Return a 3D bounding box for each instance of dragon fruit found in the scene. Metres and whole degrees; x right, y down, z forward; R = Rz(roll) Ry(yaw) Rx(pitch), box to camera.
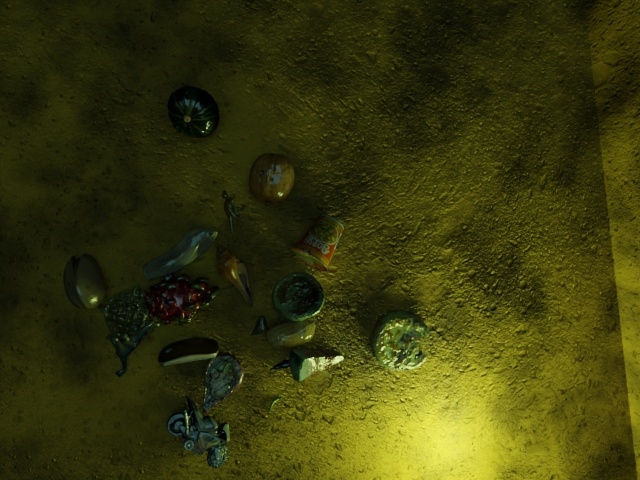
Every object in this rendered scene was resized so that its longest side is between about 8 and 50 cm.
[{"bbox_3d":[-0.575,0.232,1.669,0.272,0.198,0.218,-31,73,2],"label":"dragon fruit"}]

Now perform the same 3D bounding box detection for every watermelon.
[{"bbox_3d":[-0.011,0.550,1.821,0.241,0.094,0.154,-7,109,-29],"label":"watermelon"}]

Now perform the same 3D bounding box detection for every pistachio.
[{"bbox_3d":[-0.945,0.164,1.622,0.137,0.153,0.238,-15,64,-22],"label":"pistachio"}]

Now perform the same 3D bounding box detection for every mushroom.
[{"bbox_3d":[-0.592,0.055,1.724,0.351,0.097,0.109,-38,95,-9],"label":"mushroom"}]

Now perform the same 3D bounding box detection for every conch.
[{"bbox_3d":[-0.378,0.153,1.774,0.093,0.109,0.330,-8,115,25],"label":"conch"}]

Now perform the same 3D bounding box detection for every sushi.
[{"bbox_3d":[-0.408,0.605,1.725,0.161,0.107,0.241,6,70,-9],"label":"sushi"}]

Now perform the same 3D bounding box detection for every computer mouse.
[{"bbox_3d":[-0.553,0.462,1.706,0.245,0.126,0.056,-6,111,-11],"label":"computer mouse"}]

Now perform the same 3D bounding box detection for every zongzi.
[{"bbox_3d":[-0.281,0.379,1.812,0.083,0.040,0.076,-14,84,5],"label":"zongzi"}]

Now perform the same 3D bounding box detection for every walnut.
[{"bbox_3d":[-0.212,-0.269,1.775,0.195,0.195,0.222,17,86,-11],"label":"walnut"}]

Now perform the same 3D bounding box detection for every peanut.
[{"bbox_3d":[-0.126,0.414,1.796,0.224,0.129,0.129,-12,90,-14],"label":"peanut"}]

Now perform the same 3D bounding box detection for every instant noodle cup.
[{"bbox_3d":[0.000,0.000,1.821,0.193,0.193,0.212,34,74,-9],"label":"instant noodle cup"}]

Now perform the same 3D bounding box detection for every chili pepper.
[{"bbox_3d":[-0.204,0.729,1.819,0.083,0.017,0.030,-41,98,-11],"label":"chili pepper"}]

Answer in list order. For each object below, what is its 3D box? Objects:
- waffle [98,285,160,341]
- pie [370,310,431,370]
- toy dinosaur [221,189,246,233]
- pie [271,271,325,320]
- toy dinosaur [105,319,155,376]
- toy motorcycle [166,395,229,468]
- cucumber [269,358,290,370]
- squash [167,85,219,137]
[{"bbox_3d":[-0.786,0.313,1.690,0.204,0.054,0.223,-27,94,-12],"label":"waffle"},{"bbox_3d":[0.382,0.477,1.934,0.302,0.067,0.303,0,89,-13],"label":"pie"},{"bbox_3d":[-0.409,-0.130,1.804,0.126,0.039,0.162,28,87,0],"label":"toy dinosaur"},{"bbox_3d":[-0.097,0.248,1.818,0.240,0.054,0.241,-1,61,1],"label":"pie"},{"bbox_3d":[-0.761,0.438,1.665,0.247,0.075,0.188,-28,118,-10],"label":"toy dinosaur"},{"bbox_3d":[-0.493,0.807,1.714,0.307,0.108,0.173,44,71,-6],"label":"toy motorcycle"},{"bbox_3d":[-0.149,0.554,1.831,0.163,0.043,0.039,-9,52,-14],"label":"cucumber"},{"bbox_3d":[-0.533,-0.540,1.713,0.218,0.218,0.172,24,48,-10],"label":"squash"}]
